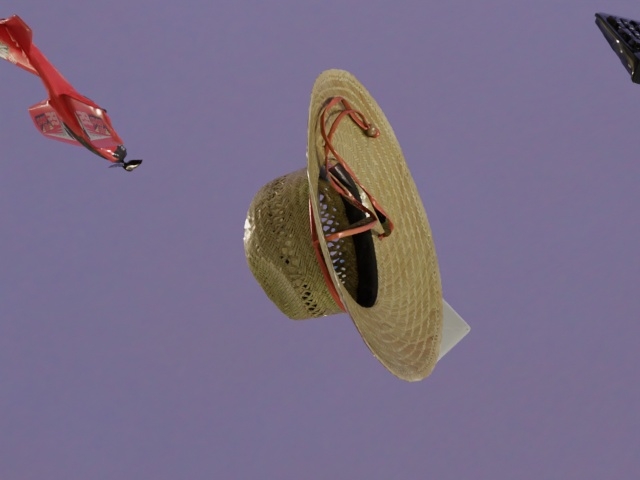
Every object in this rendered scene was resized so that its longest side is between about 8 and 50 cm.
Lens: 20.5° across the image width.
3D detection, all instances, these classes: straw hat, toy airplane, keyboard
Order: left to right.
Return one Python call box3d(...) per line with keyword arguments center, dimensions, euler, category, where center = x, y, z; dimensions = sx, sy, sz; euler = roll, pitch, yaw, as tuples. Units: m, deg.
box3d(center=(-0.174, -0.098, 1.159), dimensions=(0.151, 0.028, 0.151), euler=(36, -15, 11), category="toy airplane")
box3d(center=(0.000, 0.000, 0.799), dimensions=(0.061, 0.144, 0.145), euler=(-16, -85, 22), category="straw hat")
box3d(center=(0.269, -0.108, 1.095), dimensions=(0.038, 0.192, 0.100), euler=(-65, -149, 33), category="keyboard")

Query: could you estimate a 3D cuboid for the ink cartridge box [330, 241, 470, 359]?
box3d(center=(0.051, 0.044, 1.390), dimensions=(0.061, 0.181, 0.104), euler=(-43, -86, 0), category="ink cartridge box")
